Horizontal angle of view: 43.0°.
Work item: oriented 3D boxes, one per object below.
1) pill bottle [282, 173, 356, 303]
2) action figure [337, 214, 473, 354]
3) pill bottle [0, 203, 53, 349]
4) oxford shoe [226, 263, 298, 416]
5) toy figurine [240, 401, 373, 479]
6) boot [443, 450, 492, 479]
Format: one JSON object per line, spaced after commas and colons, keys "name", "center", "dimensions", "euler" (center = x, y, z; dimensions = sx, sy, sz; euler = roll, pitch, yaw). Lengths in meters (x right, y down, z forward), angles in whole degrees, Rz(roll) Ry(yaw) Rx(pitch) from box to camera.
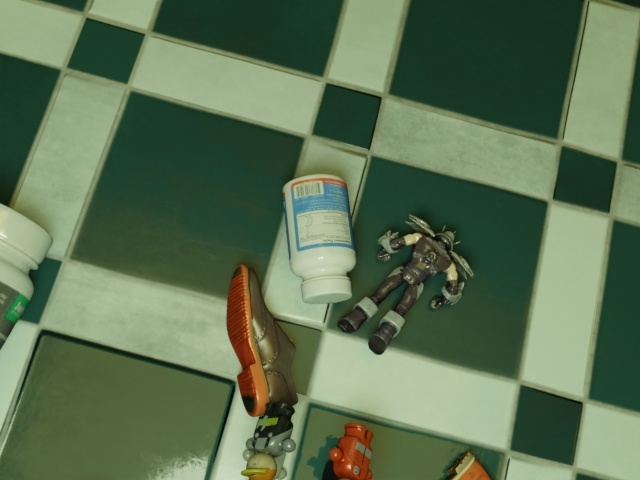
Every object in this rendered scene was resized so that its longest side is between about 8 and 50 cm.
{"name": "pill bottle", "center": [0.000, 0.000, 1.493], "dimensions": [0.124, 0.124, 0.221], "euler": [-4, 74, -7]}
{"name": "action figure", "center": [0.160, 0.075, 1.504], "dimensions": [0.185, 0.099, 0.285], "euler": [39, 69, 14]}
{"name": "pill bottle", "center": [-0.613, 0.112, 1.355], "dimensions": [0.204, 0.204, 0.361], "euler": [25, 73, 2]}
{"name": "oxford shoe", "center": [-0.104, 0.174, 1.458], "dimensions": [0.098, 0.097, 0.271], "euler": [-4, 77, -27]}
{"name": "toy figurine", "center": [-0.027, 0.378, 1.327], "dimensions": [0.210, 0.213, 0.148], "euler": [17, 58, -1]}
{"name": "boot", "center": [0.235, 0.452, 1.414], "dimensions": [0.158, 0.059, 0.084], "euler": [-42, 86, -17]}
